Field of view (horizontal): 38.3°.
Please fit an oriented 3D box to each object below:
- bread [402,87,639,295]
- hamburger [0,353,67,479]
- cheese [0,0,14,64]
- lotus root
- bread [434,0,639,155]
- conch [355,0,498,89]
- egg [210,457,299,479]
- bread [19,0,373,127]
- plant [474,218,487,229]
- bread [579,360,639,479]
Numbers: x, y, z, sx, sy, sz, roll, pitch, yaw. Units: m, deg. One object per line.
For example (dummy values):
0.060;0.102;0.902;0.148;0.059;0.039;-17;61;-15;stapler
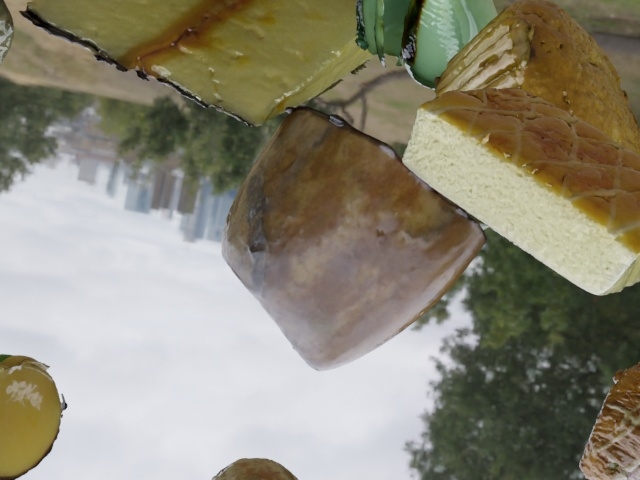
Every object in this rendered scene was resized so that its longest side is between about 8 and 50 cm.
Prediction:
0.170;-0.043;0.666;0.188;0.068;0.125;38;-142;29;bread
-0.590;0.309;1.645;0.149;0.237;0.237;6;179;31;hamburger
-0.419;-0.205;0.991;0.175;0.202;0.091;45;-170;22;cheese
0.000;0.000;1.145;0.316;0.250;0.316;41;174;5;lotus root
0.229;-0.123;0.927;0.139;0.240;0.240;-30;156;34;bread
0.113;-0.276;1.072;0.143;0.137;0.250;2;159;37;conch
-0.115;0.490;1.648;0.195;0.195;0.233;10;-163;-27;egg
-0.127;-0.276;1.227;0.346;0.405;0.242;38;159;-2;bread
0.168;0.009;1.366;0.333;0.180;0.251;5;151;42;plant
0.362;0.168;0.958;0.233;0.105;0.076;-36;-177;-23;bread
